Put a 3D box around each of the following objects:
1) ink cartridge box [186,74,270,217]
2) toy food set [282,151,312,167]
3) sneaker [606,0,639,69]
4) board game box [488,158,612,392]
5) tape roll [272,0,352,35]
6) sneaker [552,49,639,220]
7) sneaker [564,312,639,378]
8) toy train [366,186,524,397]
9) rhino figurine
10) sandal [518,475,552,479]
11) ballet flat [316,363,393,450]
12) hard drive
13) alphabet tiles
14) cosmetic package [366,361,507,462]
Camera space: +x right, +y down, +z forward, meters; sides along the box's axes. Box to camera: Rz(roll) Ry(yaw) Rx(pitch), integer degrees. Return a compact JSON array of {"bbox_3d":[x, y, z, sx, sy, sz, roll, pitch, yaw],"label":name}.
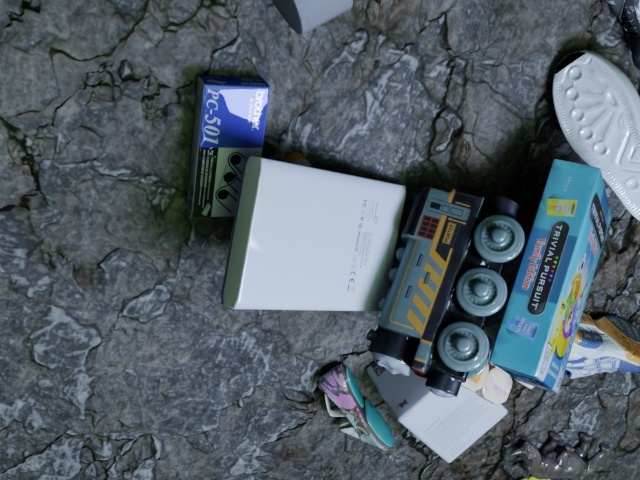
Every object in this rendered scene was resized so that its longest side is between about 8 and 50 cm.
[{"bbox_3d":[-0.137,-0.135,1.207,0.097,0.046,0.207,-2,120,-21],"label":"ink cartridge box"},{"bbox_3d":[-0.050,-0.010,1.279,0.111,0.104,0.232,-5,121,-19],"label":"toy food set"},{"bbox_3d":[0.487,-0.374,1.297,0.106,0.078,0.234,-15,120,-9],"label":"sneaker"},{"bbox_3d":[0.389,0.069,1.366,0.254,0.079,0.335,34,74,-63],"label":"board game box"},{"bbox_3d":[-0.045,-0.363,1.001,0.072,0.219,0.219,-29,126,-2],"label":"tape roll"},{"bbox_3d":[0.524,-0.184,1.409,0.130,0.236,0.322,-34,88,34],"label":"sneaker"},{"bbox_3d":[0.546,0.221,1.673,0.297,0.111,0.131,18,129,-28],"label":"sneaker"},{"bbox_3d":[0.200,0.073,1.309,0.142,0.190,0.333,51,58,-71],"label":"toy train"},{"bbox_3d":[0.513,0.480,1.818,0.243,0.073,0.106,8,113,-24],"label":"rhino figurine"},{"bbox_3d":[0.537,0.621,1.873,0.318,0.138,0.126,10,117,-24],"label":"sandal"},{"bbox_3d":[0.059,0.318,1.548,0.079,0.076,0.221,-23,122,15],"label":"ballet flat"},{"bbox_3d":[0.000,0.000,1.244,0.319,0.040,0.210,6,96,-47],"label":"hard drive"},{"bbox_3d":[0.325,0.138,1.455,0.278,0.021,0.284,31,76,-34],"label":"alphabet tiles"},{"bbox_3d":[0.214,0.277,1.528,0.151,0.151,0.184,-42,126,4],"label":"cosmetic package"}]
